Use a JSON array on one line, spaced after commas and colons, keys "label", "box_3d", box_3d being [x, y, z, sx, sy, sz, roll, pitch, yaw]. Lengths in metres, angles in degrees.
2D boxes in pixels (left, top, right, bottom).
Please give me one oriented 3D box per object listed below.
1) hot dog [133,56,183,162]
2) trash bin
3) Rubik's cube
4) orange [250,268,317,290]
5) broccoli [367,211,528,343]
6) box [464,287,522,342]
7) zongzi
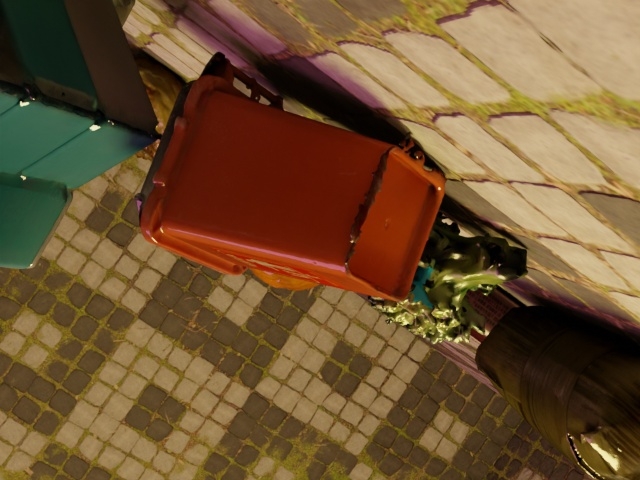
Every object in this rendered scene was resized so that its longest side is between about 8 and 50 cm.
[{"label": "hot dog", "box_3d": [-0.225, -0.162, 1.343, 0.196, 0.122, 0.272, 40, 178, 9]}, {"label": "trash bin", "box_3d": [-0.021, -0.051, 0.825, 0.239, 0.184, 0.161, 14, 172, 34]}, {"label": "Rubik's cube", "box_3d": [-0.348, -0.163, 0.811, 0.368, 0.358, 0.387, 37, -172, 22]}, {"label": "orange", "box_3d": [-0.045, -0.025, 1.248, 0.193, 0.161, 0.193, 41, 175, 5]}, {"label": "broccoli", "box_3d": [0.116, 0.023, 0.900, 0.160, 0.167, 0.155, -6, -177, 40]}, {"label": "box", "box_3d": [0.193, 0.080, 1.219, 0.224, 0.069, 0.120, 37, 175, -12]}, {"label": "zongzi", "box_3d": [0.343, 0.204, 1.035, 0.300, 0.138, 0.286, 34, 179, -23]}]
